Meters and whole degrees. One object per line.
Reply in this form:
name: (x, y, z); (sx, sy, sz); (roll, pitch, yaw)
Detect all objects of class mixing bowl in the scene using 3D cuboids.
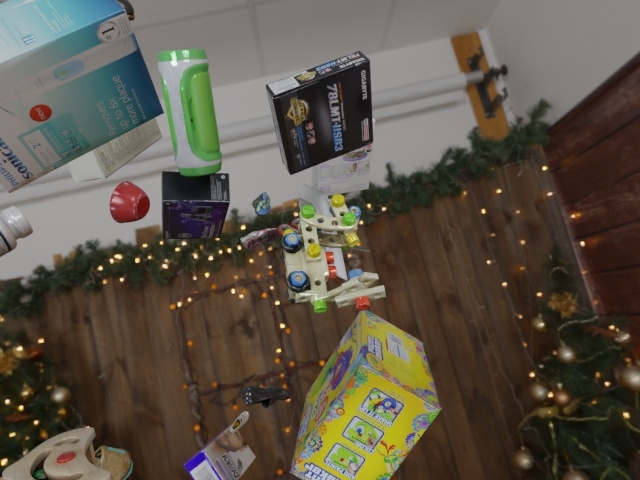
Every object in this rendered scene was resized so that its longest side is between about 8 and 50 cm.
mixing bowl: (-0.785, -0.152, 1.990); (0.098, 0.182, 0.181); (12, -3, 16)

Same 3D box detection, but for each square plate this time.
square plate: (-0.006, -0.039, 1.868); (0.049, 0.348, 0.344); (-18, 18, -14)

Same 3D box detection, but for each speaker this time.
speaker: (-0.324, -0.318, 1.189); (0.131, 0.297, 0.131); (-4, 21, 1)

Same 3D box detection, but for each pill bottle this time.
pill bottle: (-0.832, -0.005, 1.178); (0.186, 0.112, 0.112); (-42, 10, -37)

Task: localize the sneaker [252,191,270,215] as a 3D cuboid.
sneaker: (-0.279, -0.162, 2.210); (0.078, 0.067, 0.188); (-32, 25, 16)

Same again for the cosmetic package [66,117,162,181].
cosmetic package: (-0.612, -0.312, 1.387); (0.113, 0.160, 0.310); (-2, 32, 20)

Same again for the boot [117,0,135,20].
boot: (-0.460, -0.596, 1.024); (0.137, 0.198, 0.077); (-39, 11, 28)

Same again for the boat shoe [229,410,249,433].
boat shoe: (-0.301, 0.675, 1.768); (0.100, 0.035, 0.035); (-37, -17, -44)

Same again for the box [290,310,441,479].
box: (0.093, 0.350, 1.028); (0.279, 0.176, 0.290); (-60, 2, 13)

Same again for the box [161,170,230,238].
box: (-0.378, -0.097, 1.408); (0.184, 0.103, 0.261); (1, -23, -18)

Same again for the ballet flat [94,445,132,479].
ballet flat: (-0.617, 0.620, 1.123); (0.342, 0.124, 0.116); (-40, 36, -12)

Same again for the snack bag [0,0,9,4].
snack bag: (-0.823, -0.487, 1.189); (0.323, 0.037, 0.342); (-42, -6, 30)

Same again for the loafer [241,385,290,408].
loafer: (-0.209, 0.614, 1.842); (0.223, 0.078, 0.076); (18, -43, -40)

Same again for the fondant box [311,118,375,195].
fondant box: (0.090, -0.358, 1.980); (0.238, 0.096, 0.331); (-10, -49, -15)

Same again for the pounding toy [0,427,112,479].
pounding toy: (-0.435, 0.435, 0.812); (0.269, 0.155, 0.154); (1, 11, 38)

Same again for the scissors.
scissors: (0.000, 0.000, 1.450); (0.297, 0.021, 0.109); (27, 42, 31)

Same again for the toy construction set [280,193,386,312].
toy construction set: (0.023, 0.041, 1.062); (0.214, 0.328, 0.151); (-4, -48, -10)

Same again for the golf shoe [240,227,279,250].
golf shoe: (-0.275, -0.022, 2.158); (0.186, 0.086, 0.068); (-21, -50, -28)

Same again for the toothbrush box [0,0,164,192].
toothbrush box: (-0.433, -0.246, 0.749); (0.295, 0.126, 0.216); (-33, -23, -18)

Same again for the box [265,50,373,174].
box: (0.010, -0.363, 1.382); (0.293, 0.073, 0.296); (-22, -37, -10)

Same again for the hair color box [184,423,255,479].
hair color box: (-0.403, 0.906, 1.946); (0.110, 0.185, 0.339); (-38, -9, 3)
